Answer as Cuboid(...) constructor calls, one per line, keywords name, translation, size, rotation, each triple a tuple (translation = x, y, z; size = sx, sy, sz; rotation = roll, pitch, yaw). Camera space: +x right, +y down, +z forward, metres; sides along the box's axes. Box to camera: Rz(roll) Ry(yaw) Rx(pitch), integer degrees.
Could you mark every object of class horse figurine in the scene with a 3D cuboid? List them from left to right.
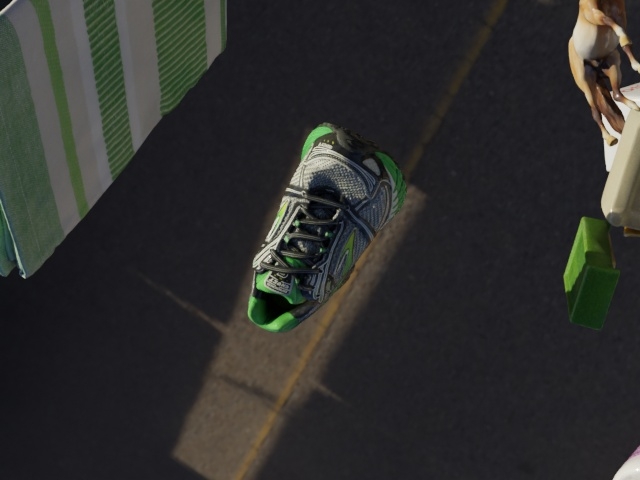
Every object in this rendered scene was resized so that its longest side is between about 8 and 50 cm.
Cuboid(name="horse figurine", translation=(0.348, -0.232, 1.357), size=(0.066, 0.174, 0.263), rotation=(-15, 144, 0))

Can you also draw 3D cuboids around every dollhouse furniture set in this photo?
Cuboid(name="dollhouse furniture set", translation=(0.444, -0.029, 1.403), size=(0.197, 0.151, 0.302), rotation=(14, 115, 5))

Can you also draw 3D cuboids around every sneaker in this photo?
Cuboid(name="sneaker", translation=(0.000, 0.000, 1.332), size=(0.134, 0.146, 0.343), rotation=(29, 141, 8))

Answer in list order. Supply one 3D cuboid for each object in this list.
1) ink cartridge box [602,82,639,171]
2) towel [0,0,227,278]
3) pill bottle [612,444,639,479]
Cuboid(name="ink cartridge box", translation=(0.601, -0.172, 1.639), size=(0.306, 0.226, 0.131), rotation=(15, 118, 53))
Cuboid(name="towel", translation=(-0.164, -0.150, 0.869), size=(0.038, 0.325, 0.248), rotation=(24, 145, 13))
Cuboid(name="pill bottle", translation=(0.597, 0.353, 1.764), size=(0.169, 0.301, 0.169), rotation=(22, 125, 34))
